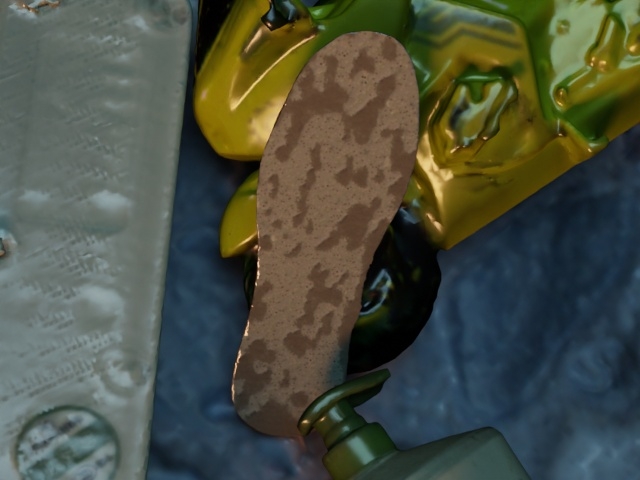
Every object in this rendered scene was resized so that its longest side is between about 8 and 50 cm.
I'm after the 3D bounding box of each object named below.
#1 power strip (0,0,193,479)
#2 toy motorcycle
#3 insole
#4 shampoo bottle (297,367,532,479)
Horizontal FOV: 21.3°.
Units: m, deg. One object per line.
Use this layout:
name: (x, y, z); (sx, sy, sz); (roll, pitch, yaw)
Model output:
power strip: (-0.117, 0.059, 0.745); (0.091, 0.062, 0.385); (7, 68, -8)
toy motorcycle: (0.076, -0.105, 0.798); (0.342, 0.142, 0.206); (-36, 101, -4)
insole: (0.000, 0.000, 0.746); (0.065, 0.006, 0.193); (10, 111, -5)
shampoo bottle: (0.067, 0.162, 0.726); (0.118, 0.087, 0.234); (-32, 77, -20)
